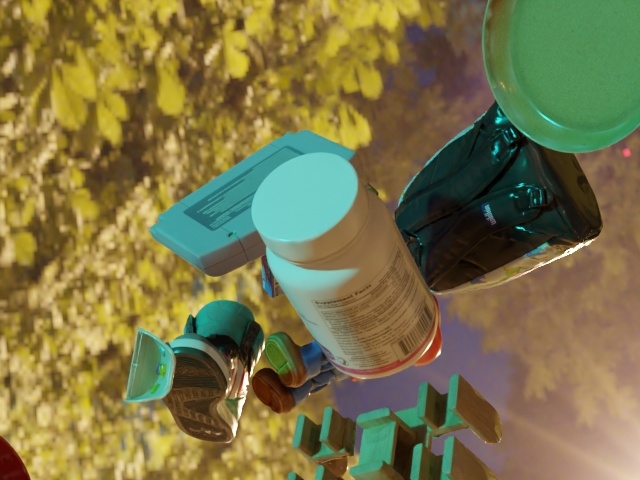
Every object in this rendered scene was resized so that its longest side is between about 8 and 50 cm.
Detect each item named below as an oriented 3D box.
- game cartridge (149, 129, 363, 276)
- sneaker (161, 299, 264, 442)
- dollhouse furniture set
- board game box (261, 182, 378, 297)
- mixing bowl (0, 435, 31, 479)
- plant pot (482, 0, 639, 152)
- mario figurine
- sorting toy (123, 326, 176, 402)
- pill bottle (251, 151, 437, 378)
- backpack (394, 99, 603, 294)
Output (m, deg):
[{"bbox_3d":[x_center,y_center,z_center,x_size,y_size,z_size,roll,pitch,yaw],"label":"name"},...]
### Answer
[{"bbox_3d":[-0.090,-0.058,2.081,0.297,0.198,0.062,-34,-52,-19],"label":"game cartridge"},{"bbox_3d":[-0.152,0.155,1.975,0.124,0.178,0.295,8,-28,6],"label":"sneaker"},{"bbox_3d":[0.090,0.294,1.462,0.212,0.242,0.161,-19,-47,32],"label":"dollhouse furniture set"},{"bbox_3d":[0.000,0.000,2.224,0.201,0.035,0.136,-19,-50,-23],"label":"board game box"},{"bbox_3d":[-0.399,0.291,1.466,0.098,0.181,0.181,-20,-31,35],"label":"mixing bowl"},{"bbox_3d":[0.271,-0.210,1.443,0.032,0.236,0.236,-10,-25,-45],"label":"plant pot"},{"bbox_3d":[0.037,0.136,2.063,0.320,0.170,0.198,-18,1,-35],"label":"mario figurine"},{"bbox_3d":[-0.178,0.142,1.519,0.045,0.083,0.075,11,-3,-27],"label":"sorting toy"},{"bbox_3d":[0.030,0.032,1.701,0.160,0.160,0.283,-19,-43,10],"label":"pill bottle"},{"bbox_3d":[0.286,-0.047,2.356,0.355,0.290,0.273,-35,-18,31],"label":"backpack"}]
